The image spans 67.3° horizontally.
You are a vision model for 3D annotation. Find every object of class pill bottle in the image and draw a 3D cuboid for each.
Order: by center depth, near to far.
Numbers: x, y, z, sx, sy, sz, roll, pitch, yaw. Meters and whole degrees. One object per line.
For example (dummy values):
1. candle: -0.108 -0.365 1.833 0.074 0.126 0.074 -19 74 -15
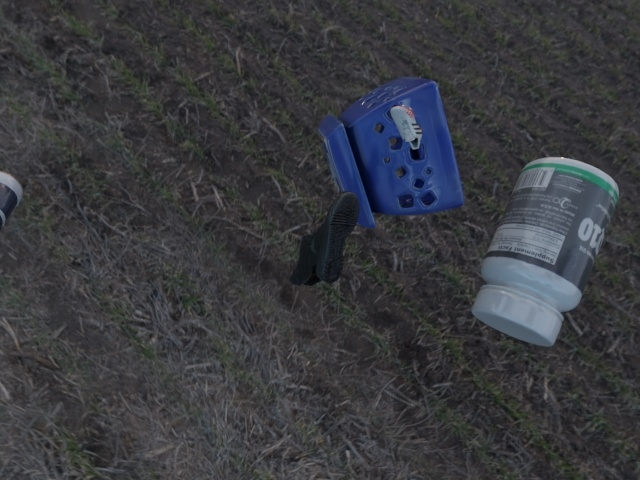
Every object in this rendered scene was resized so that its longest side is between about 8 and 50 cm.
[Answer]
1. pill bottle: 0.472 0.025 1.028 0.204 0.204 0.361 26 80 3

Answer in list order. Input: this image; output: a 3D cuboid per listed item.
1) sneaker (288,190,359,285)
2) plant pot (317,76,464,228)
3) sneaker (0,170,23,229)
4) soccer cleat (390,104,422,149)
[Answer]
1. sneaker: 0.002 0.000 0.747 0.051 0.089 0.171 6 103 -36
2. plant pot: 0.122 -0.167 0.939 0.211 0.236 0.236 -21 110 2
3. sneaker: -0.628 -0.019 0.748 0.281 0.099 0.153 -14 44 -2
4. soccer cleat: 0.123 -0.161 0.684 0.029 0.083 0.036 -5 67 31
